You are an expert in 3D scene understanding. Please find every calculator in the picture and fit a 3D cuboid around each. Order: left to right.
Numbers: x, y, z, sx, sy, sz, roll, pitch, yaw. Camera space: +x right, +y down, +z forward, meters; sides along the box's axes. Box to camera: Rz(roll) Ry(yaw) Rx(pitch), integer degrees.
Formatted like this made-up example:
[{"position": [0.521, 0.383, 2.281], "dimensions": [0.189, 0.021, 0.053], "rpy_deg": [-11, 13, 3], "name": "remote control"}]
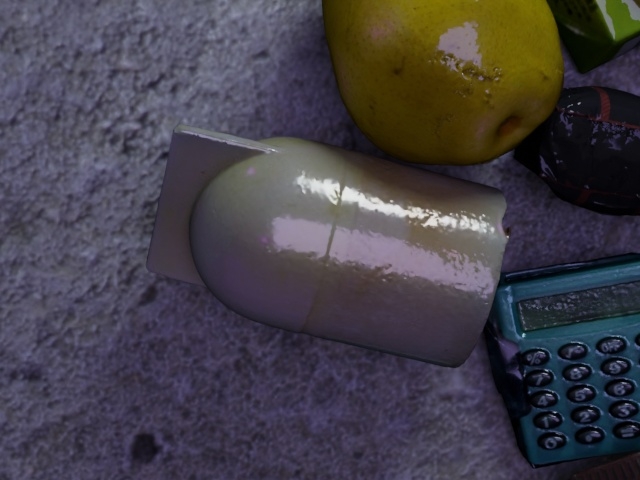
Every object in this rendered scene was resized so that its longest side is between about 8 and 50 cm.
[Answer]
[{"position": [0.350, 0.161, 1.444], "dimensions": [0.248, 0.058, 0.274], "rpy_deg": [-11, 95, 15], "name": "calculator"}]

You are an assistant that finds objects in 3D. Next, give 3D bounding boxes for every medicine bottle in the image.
[{"position": [0.000, 0.000, 1.354], "dimensions": [0.406, 0.236, 0.236], "rpy_deg": [14, 91, -5], "name": "medicine bottle"}]

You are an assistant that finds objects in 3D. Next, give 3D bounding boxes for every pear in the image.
[{"position": [0.141, -0.248, 1.332], "dimensions": [0.284, 0.285, 0.336], "rpy_deg": [-15, 75, -4], "name": "pear"}]

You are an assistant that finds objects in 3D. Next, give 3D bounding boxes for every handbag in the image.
[{"position": [0.365, -0.115, 1.412], "dimensions": [0.215, 0.169, 0.155], "rpy_deg": [13, 107, -6], "name": "handbag"}]

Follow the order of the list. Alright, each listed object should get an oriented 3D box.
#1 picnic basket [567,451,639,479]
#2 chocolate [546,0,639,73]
[{"position": [0.446, 0.345, 1.411], "dimensions": [0.296, 0.222, 0.129], "rpy_deg": [-20, 56, 11], "name": "picnic basket"}, {"position": [0.414, -0.410, 1.419], "dimensions": [0.300, 0.137, 0.289], "rpy_deg": [-28, 94, -3], "name": "chocolate"}]
